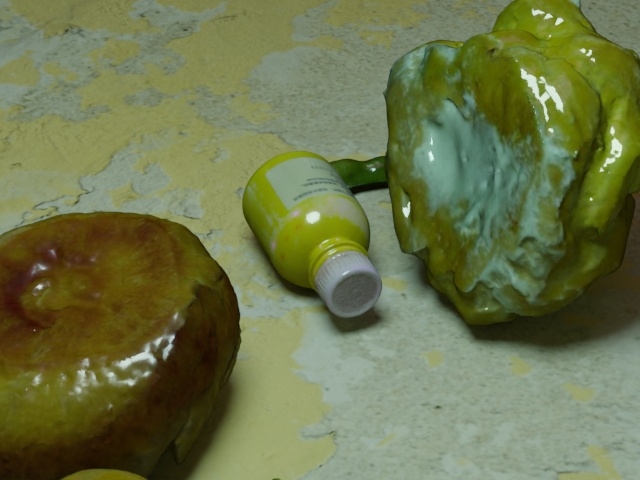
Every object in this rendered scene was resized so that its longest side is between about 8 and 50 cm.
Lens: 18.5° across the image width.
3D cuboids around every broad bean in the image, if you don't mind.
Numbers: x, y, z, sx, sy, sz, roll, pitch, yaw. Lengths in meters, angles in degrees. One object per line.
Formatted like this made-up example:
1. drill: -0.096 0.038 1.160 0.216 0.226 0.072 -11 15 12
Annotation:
1. broad bean: 0.099 -0.093 2.408 0.256 0.053 0.052 -11 75 -14

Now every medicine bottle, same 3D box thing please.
1. medicine bottle: 0.000 0.000 2.220 0.122 0.121 0.212 -13 39 -17

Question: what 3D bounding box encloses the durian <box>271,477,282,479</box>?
1. durian: -0.068 0.337 1.737 0.169 0.157 0.355 26 40 13

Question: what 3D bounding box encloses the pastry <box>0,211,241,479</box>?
1. pastry: -0.248 0.114 2.012 0.356 0.163 0.356 -8 43 7

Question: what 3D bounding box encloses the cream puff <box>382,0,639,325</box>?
1. cream puff: 0.246 -0.099 2.191 0.276 0.378 0.378 0 31 -35

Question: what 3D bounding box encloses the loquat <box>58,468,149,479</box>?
1. loquat: -0.201 0.283 1.823 0.163 0.137 0.163 -17 34 12
